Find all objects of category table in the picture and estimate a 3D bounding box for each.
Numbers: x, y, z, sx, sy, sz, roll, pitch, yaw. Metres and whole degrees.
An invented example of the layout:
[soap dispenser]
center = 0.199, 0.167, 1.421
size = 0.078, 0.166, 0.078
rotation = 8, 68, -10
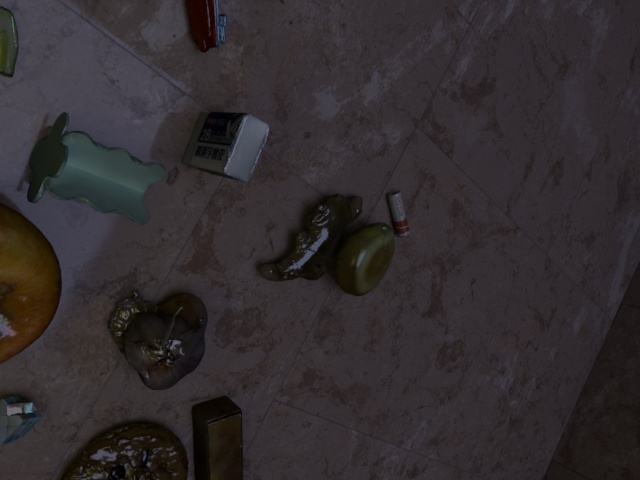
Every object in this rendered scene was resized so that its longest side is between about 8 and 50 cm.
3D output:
[table]
center = -0.408, -0.119, 1.003
size = 0.198, 0.167, 0.166
rotation = 22, 88, -45

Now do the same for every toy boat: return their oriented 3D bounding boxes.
[toy boat]
center = -0.230, -0.471, 1.093
size = 0.059, 0.069, 0.172
rotation = -30, 120, -50

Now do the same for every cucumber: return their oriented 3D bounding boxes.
[cucumber]
center = -0.549, -0.339, 0.914
size = 0.067, 0.035, 0.107
rotation = 8, 95, -55

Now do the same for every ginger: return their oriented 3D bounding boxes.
[ginger]
center = 0.001, -0.002, 1.361
size = 0.333, 0.080, 0.166
rotation = -54, 130, -17

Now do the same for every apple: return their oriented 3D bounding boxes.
[apple]
center = -0.584, 0.059, 0.850
size = 0.299, 0.275, 0.298
rotation = -22, 121, -42

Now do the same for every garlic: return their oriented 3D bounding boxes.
[garlic]
center = -0.337, 0.177, 1.101
size = 0.207, 0.207, 0.256
rotation = -35, 156, -24

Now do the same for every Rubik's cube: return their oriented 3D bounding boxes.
[Rubik's cube]
center = -0.583, 0.330, 1.027
size = 0.073, 0.075, 0.084
rotation = 40, 73, 11

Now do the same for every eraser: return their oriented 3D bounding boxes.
[eraser]
center = -0.197, -0.193, 1.091
size = 0.068, 0.210, 0.124
rotation = 21, 89, -38

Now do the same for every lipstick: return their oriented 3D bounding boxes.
[lipstick]
center = 0.220, -0.075, 1.526
size = 0.038, 0.038, 0.130
rotation = -30, 116, -27

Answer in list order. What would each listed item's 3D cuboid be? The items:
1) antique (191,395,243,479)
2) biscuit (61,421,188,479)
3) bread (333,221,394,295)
[antique]
center = -0.247, 0.542, 1.308
size = 0.094, 0.087, 0.309
rotation = -8, 105, -35
[biscuit]
center = -0.425, 0.542, 1.186
size = 0.296, 0.075, 0.295
rotation = -9, 106, -33
[bread]
center = 0.112, 0.048, 1.422
size = 0.213, 0.105, 0.213
rotation = -39, 141, -43
